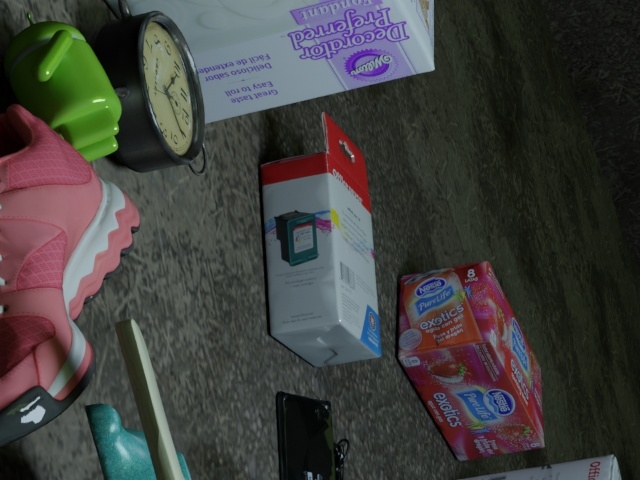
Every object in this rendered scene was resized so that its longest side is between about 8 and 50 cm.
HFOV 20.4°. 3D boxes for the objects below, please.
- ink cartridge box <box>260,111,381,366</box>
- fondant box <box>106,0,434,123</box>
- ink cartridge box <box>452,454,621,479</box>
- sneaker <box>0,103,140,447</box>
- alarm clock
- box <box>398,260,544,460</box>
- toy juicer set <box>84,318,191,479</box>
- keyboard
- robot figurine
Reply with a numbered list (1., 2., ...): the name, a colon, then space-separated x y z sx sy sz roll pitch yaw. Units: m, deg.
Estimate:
1. ink cartridge box: 0.000 0.000 1.825 0.134 0.078 0.231 43 39 -62
2. fondant box: -0.062 -0.248 1.523 0.330 0.238 0.096 53 31 -53
3. ink cartridge box: 0.262 0.354 2.180 0.160 0.219 0.093 -62 137 -63
4. sneaker: -0.217 0.022 1.151 0.136 0.116 0.314 55 22 -25
5. alarm clock: -0.139 -0.112 1.492 0.192 0.064 0.129 51 32 -51
6. box: 0.193 0.156 2.248 0.257 0.122 0.128 59 25 -46
7. toy juicer set: -0.115 0.215 1.165 0.329 0.089 0.209 91 -19 -62
8. keyboard: -0.012 0.248 1.736 0.100 0.038 0.192 19 60 -43
9. robot figurine: -0.190 -0.112 1.303 0.115 0.067 0.101 60 -18 20
